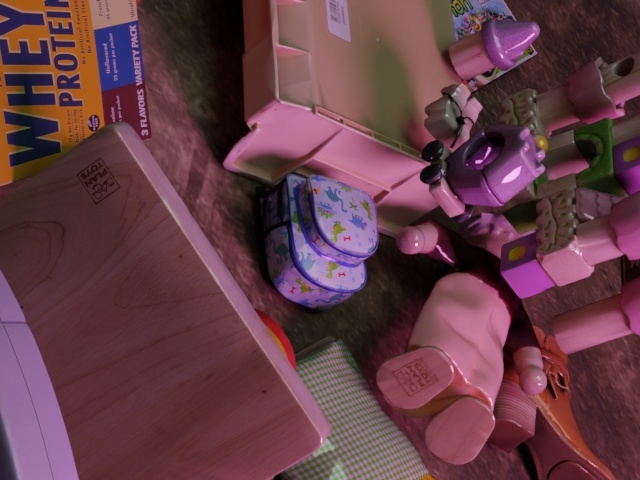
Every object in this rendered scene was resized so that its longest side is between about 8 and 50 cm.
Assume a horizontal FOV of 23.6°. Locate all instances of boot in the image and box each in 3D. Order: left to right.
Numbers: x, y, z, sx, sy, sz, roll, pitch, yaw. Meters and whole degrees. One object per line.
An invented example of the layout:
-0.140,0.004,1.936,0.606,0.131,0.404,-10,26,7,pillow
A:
0.245,0.177,1.579,0.197,0.073,0.152,42,37,-24,boot

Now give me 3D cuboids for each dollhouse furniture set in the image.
0.019,0.184,1.267,0.301,0.151,0.197,-25,85,-51,dollhouse furniture set

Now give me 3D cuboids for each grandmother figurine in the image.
0.145,0.064,1.503,0.208,0.104,0.342,58,28,-13,grandmother figurine

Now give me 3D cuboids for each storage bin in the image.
0.018,-0.172,1.525,0.260,0.123,0.262,21,52,-37,storage bin

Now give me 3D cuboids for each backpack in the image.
0.000,0.000,1.422,0.105,0.084,0.114,18,56,-36,backpack

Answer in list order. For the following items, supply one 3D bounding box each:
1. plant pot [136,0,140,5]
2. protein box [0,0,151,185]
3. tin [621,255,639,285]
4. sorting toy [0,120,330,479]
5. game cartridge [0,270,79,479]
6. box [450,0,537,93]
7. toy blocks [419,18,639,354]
-0.184,-0.380,1.344,0.203,0.291,0.291,28,46,-11,plant pot
-0.266,-0.121,1.096,0.201,0.200,0.136,-24,114,-51,protein box
0.416,0.039,1.879,0.106,0.040,0.189,34,45,-34,tin
-0.153,0.082,1.084,0.255,0.257,0.089,57,22,-2,sorting toy
-0.235,0.165,0.973,0.062,0.198,0.297,0,66,-45,game cartridge
0.169,-0.232,1.791,0.114,0.036,0.207,57,39,-1,box
0.290,-0.094,1.483,0.309,0.260,0.288,47,35,-35,toy blocks
